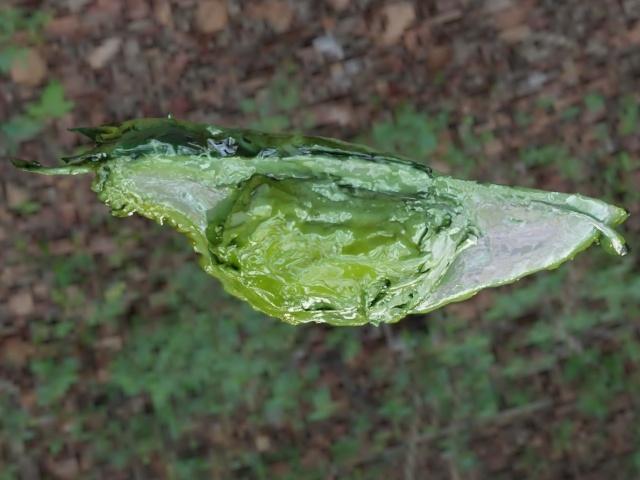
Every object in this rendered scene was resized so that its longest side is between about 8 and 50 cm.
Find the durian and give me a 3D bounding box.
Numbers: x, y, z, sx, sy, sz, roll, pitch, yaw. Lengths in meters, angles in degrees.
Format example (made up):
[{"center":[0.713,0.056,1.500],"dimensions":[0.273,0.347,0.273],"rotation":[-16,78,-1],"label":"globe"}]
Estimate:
[{"center":[0.000,-0.006,1.106],"dimensions":[0.375,0.107,0.132],"rotation":[7,171,-4],"label":"durian"}]
